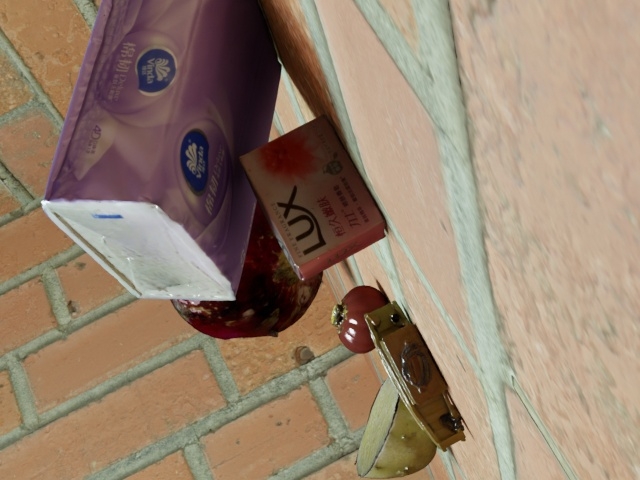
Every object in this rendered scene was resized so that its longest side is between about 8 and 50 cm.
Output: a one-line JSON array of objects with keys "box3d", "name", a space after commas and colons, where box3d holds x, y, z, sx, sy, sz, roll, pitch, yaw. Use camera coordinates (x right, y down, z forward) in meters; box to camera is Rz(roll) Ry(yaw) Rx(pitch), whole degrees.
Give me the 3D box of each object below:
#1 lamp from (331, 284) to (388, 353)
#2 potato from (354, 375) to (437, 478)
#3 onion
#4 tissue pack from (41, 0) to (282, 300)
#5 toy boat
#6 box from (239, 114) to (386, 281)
[{"box3d": [0.063, 0.115, 1.578, 0.101, 0.090, 0.101, -172, 90, -79], "name": "lamp"}, {"box3d": [0.145, 0.333, 1.850, 0.117, 0.182, 0.202, 20, -170, -4], "name": "potato"}, {"box3d": [-0.185, 0.020, 2.052, 0.385, 0.348, 0.348, 6, 133, 41], "name": "onion"}, {"box3d": [-0.159, -0.131, 1.216, 0.242, 0.160, 0.338, 59, -142, -59], "name": "tissue pack"}, {"box3d": [0.123, 0.173, 1.370, 0.201, 0.057, 0.077, 63, 171, 5], "name": "toy boat"}, {"box3d": [-0.009, -0.047, 1.158, 0.156, 0.111, 0.060, 60, 176, 20], "name": "box"}]
